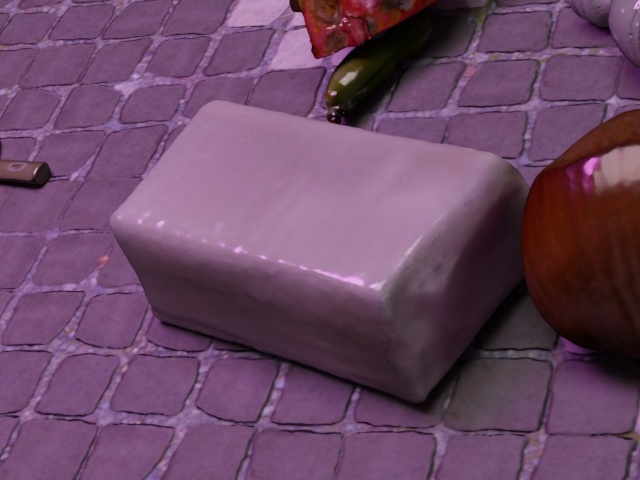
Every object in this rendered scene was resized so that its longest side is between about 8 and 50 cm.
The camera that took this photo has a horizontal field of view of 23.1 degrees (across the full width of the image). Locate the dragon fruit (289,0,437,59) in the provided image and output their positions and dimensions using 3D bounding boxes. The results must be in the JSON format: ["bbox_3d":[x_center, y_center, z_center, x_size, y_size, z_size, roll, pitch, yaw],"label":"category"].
[{"bbox_3d":[0.076,-0.325,1.714,0.212,0.134,0.262,-11,27,11],"label":"dragon fruit"}]

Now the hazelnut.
[{"bbox_3d":[0.271,-0.009,1.289,0.210,0.186,0.210,-2,32,2],"label":"hazelnut"}]

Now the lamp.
[{"bbox_3d":[0.324,-0.230,1.574,0.106,0.106,0.193,-31,31,-9],"label":"lamp"}]

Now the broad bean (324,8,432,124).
[{"bbox_3d":[0.060,-0.195,1.688,0.070,0.048,0.213,-1,38,41],"label":"broad bean"}]

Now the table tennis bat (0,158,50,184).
[{"bbox_3d":[-0.414,-0.083,1.812,0.247,0.022,0.138,6,49,32],"label":"table tennis bat"}]

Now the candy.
[{"bbox_3d":[0.001,-0.003,1.434,0.359,0.145,0.208,15,53,37],"label":"candy"}]
